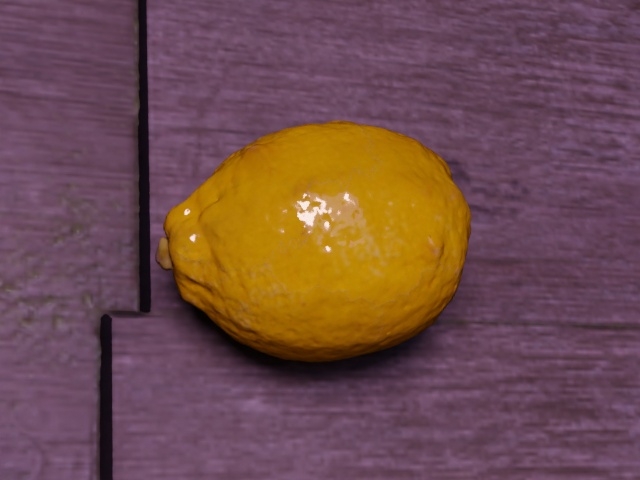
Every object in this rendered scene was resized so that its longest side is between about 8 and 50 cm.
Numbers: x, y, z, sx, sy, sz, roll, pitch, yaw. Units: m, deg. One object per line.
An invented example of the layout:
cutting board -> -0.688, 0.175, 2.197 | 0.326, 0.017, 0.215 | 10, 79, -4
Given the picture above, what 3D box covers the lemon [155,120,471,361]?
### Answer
lemon -> 0.000, 0.000, 0.504 | 0.155, 0.114, 0.114 | -4, 68, -19
